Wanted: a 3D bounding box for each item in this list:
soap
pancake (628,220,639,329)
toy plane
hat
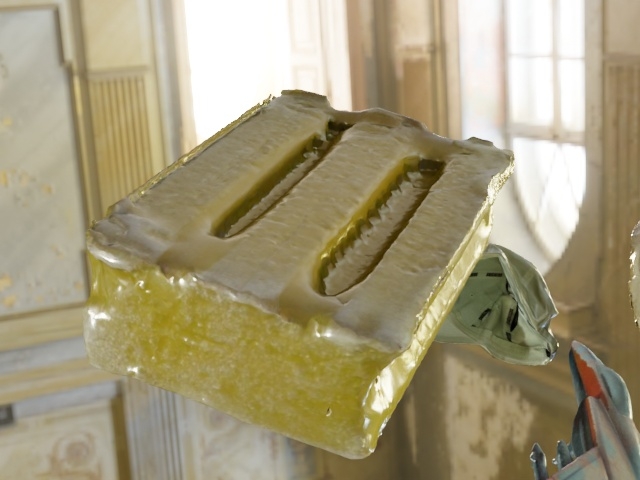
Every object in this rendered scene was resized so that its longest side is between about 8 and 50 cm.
[{"bbox_3d":[0.000,0.000,0.714,0.199,0.091,0.315,16,-151,13],"label":"soap"},{"bbox_3d":[0.423,0.121,1.183,0.065,0.356,0.356,-27,180,30],"label":"pancake"},{"bbox_3d":[0.230,0.190,0.851,0.223,0.104,0.326,29,-160,-20],"label":"toy plane"},{"bbox_3d":[0.157,0.062,1.093,0.166,0.122,0.081,1,-161,-17],"label":"hat"}]
